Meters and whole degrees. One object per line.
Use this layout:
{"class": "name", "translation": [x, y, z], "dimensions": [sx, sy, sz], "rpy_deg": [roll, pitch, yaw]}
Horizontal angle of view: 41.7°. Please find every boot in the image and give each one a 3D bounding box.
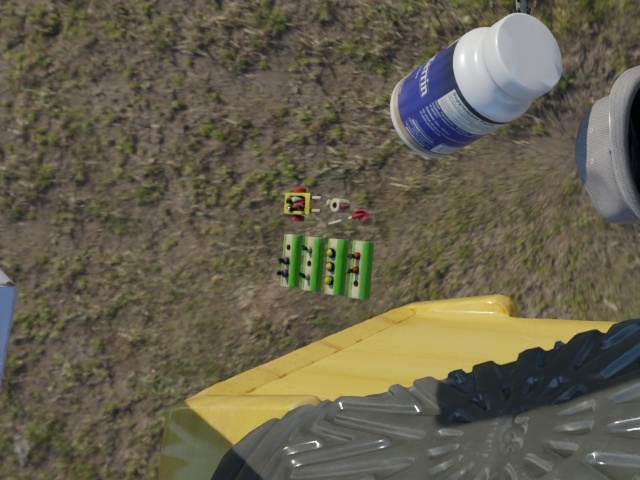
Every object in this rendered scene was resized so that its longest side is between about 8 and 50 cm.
{"class": "boot", "translation": [0.187, 0.261, 0.412], "dimensions": [0.367, 0.146, 0.445], "rpy_deg": [-15, 112, 40]}

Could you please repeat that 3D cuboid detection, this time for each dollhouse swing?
{"class": "dollhouse swing", "translation": [0.105, 0.201, 0.638], "dimensions": [0.305, 0.347, 0.315], "rpy_deg": [16, 106, 30]}

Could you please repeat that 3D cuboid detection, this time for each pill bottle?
{"class": "pill bottle", "translation": [0.239, -0.239, 1.315], "dimensions": [0.264, 0.153, 0.153], "rpy_deg": [-26, 87, 57]}

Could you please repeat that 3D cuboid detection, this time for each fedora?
{"class": "fedora", "translation": [0.472, -0.119, 1.259], "dimensions": [0.124, 0.243, 0.275], "rpy_deg": [-13, 84, 54]}

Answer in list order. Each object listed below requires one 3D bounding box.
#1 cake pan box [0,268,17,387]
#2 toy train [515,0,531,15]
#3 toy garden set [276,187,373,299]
{"class": "cake pan box", "translation": [-0.233, 0.110, 0.414], "dimensions": [0.246, 0.070, 0.267], "rpy_deg": [22, 101, 55]}
{"class": "toy train", "translation": [0.349, -0.408, 1.445], "dimensions": [0.027, 0.036, 0.158], "rpy_deg": [-5, 93, 15]}
{"class": "toy garden set", "translation": [0.000, 0.000, 1.623], "dimensions": [0.244, 0.049, 0.204], "rpy_deg": [5, 90, 48]}
